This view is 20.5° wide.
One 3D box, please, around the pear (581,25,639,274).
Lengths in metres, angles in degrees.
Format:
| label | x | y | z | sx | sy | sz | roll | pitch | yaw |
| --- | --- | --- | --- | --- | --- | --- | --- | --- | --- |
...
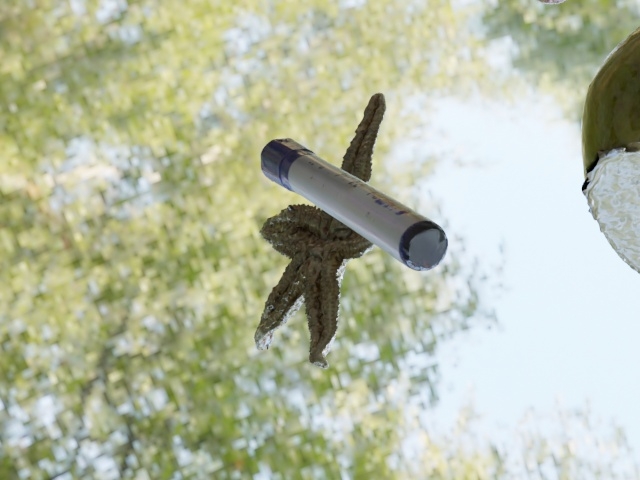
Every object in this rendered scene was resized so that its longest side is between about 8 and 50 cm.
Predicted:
| label | x | y | z | sx | sy | sz | roll | pitch | yaw |
| --- | --- | --- | --- | --- | --- | --- | --- | --- | --- |
| pear | 0.393 | -0.091 | 1.378 | 0.340 | 0.386 | 0.191 | -31 | -136 | 47 |

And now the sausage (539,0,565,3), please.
| label | x | y | z | sx | sy | sz | roll | pitch | yaw |
| --- | --- | --- | --- | --- | --- | --- | --- | --- | --- |
| sausage | 0.122 | -0.144 | 0.874 | 0.034 | 0.034 | 0.083 | 2 | -150 | 27 |

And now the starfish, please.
| label | x | y | z | sx | sy | sz | roll | pitch | yaw |
| --- | --- | --- | --- | --- | --- | --- | --- | --- | --- |
| starfish | -0.005 | -0.002 | 1.653 | 0.231 | 0.048 | 0.295 | -25 | -132 | 53 |

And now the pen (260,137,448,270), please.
| label | x | y | z | sx | sy | sz | roll | pitch | yaw |
| --- | --- | --- | --- | --- | --- | --- | --- | --- | --- |
| pen | 0.015 | -0.026 | 1.099 | 0.033 | 0.033 | 0.269 | -26 | -160 | -11 |
